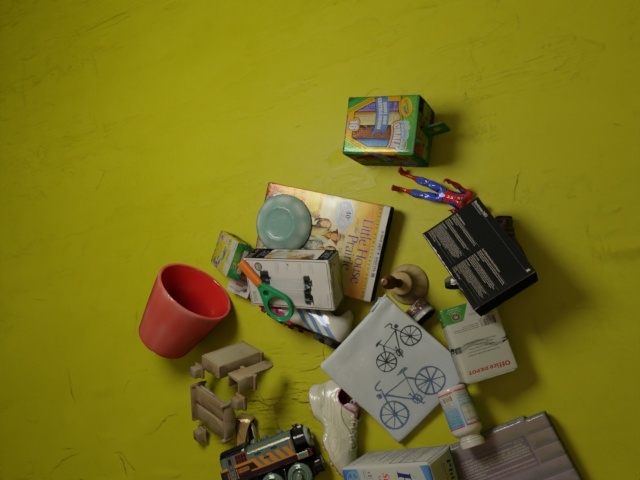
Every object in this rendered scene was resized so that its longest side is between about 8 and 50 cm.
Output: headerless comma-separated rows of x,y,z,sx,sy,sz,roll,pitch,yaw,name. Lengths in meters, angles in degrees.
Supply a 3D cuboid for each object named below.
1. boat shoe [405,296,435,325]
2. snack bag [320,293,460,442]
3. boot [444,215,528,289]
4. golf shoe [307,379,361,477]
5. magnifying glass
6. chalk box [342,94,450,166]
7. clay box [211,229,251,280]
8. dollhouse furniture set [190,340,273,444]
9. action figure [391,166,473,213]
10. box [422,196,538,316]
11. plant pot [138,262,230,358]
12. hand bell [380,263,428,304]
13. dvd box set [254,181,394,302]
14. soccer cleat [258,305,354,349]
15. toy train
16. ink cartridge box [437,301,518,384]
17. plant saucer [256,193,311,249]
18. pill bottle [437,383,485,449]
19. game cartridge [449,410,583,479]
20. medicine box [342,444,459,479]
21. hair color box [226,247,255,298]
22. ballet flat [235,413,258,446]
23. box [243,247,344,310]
0.259,0.243,1.649,0.183,0.066,0.066,-43,54,15,boat shoe
0.209,0.379,1.619,0.342,0.037,0.323,41,104,5,snack bag
0.453,0.035,1.577,0.246,0.083,0.161,-23,68,15,boot
0.069,0.571,1.673,0.140,0.115,0.306,-27,75,17,golf shoe
-0.170,0.153,1.690,0.231,0.026,0.092,48,122,-2,magnifying glass
0.237,-0.323,1.652,0.289,0.180,0.179,6,87,27,chalk box
-0.315,0.046,1.898,0.222,0.053,0.127,27,98,63,clay box
-0.281,0.543,1.837,0.303,0.174,0.355,16,111,45,dollhouse furniture set
0.338,-0.143,1.613,0.280,0.139,0.091,22,94,23,action figure
0.428,0.043,1.483,0.184,0.103,0.261,-36,60,12,box
-0.486,0.257,1.899,0.275,0.275,0.243,45,112,22,plant pot
0.218,0.124,1.577,0.126,0.242,0.126,-3,84,25,hand bell
0.000,0.000,1.758,0.420,0.062,0.308,14,95,19,dvd box set
-0.042,0.229,1.775,0.331,0.116,0.143,21,77,24,soccer cleat
-0.157,0.706,1.718,0.334,0.142,0.190,-22,72,2,toy train
0.431,0.276,1.522,0.153,0.087,0.208,-16,76,0,ink cartridge box
-0.126,-0.052,1.751,0.195,0.037,0.195,0,90,21,plant saucer
0.387,0.481,1.502,0.087,0.087,0.160,-27,66,20,pill bottle
0.499,0.630,1.493,0.355,0.068,0.230,-31,69,19,game cartridge
0.240,0.727,1.515,0.289,0.149,0.263,-21,78,36,medicine box
-0.251,0.109,1.905,0.093,0.053,0.167,20,91,25,hair color box
-0.243,0.697,1.825,0.073,0.080,0.232,-6,82,13,ballet flat
-0.081,0.118,1.699,0.290,0.087,0.169,0,110,25,box
